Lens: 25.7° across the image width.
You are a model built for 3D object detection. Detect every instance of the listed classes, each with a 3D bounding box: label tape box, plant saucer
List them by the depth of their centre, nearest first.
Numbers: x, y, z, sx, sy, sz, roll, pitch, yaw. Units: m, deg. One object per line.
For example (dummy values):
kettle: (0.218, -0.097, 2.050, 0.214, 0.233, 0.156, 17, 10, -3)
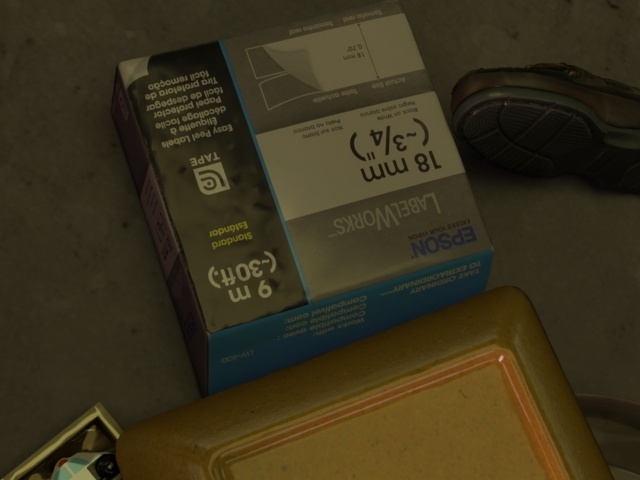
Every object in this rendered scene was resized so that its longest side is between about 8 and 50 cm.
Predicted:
plant saucer: (0.064, 0.217, 0.953, 0.332, 0.081, 0.333, -20, 73, -11)
label tape box: (0.000, 0.000, 1.097, 0.240, 0.106, 0.334, -16, 78, -17)

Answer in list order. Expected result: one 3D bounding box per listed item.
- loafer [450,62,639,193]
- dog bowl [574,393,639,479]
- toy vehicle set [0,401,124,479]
loafer: (0.208, -0.103, 1.170, 0.267, 0.096, 0.084, 12, 53, -35)
dog bowl: (0.194, 0.297, 1.059, 0.348, 0.102, 0.349, 3, 74, -12)
toy vehicle set: (-0.212, 0.265, 1.004, 0.267, 0.035, 0.166, -39, 86, -20)
